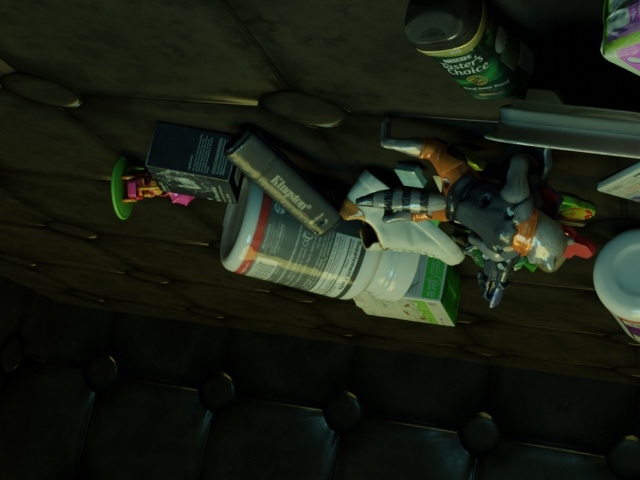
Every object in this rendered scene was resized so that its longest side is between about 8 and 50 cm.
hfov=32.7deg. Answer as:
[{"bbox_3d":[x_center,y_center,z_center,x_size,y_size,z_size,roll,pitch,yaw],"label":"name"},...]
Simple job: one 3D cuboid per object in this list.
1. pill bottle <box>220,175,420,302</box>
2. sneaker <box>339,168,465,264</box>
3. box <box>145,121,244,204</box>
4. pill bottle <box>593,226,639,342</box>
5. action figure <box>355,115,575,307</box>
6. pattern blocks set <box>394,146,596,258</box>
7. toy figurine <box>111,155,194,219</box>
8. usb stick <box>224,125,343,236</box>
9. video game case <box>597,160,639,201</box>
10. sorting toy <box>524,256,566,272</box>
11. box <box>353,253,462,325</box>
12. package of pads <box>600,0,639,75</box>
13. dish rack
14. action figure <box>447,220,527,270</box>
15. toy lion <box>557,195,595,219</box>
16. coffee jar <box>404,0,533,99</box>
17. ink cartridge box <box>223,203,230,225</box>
[{"bbox_3d":[0.000,0.000,2.178,0.363,0.210,0.210,15,165,-16],"label":"pill bottle"},{"bbox_3d":[0.148,-0.015,2.077,0.290,0.123,0.106,35,-174,-29],"label":"sneaker"},{"bbox_3d":[-0.228,-0.142,2.039,0.158,0.093,0.156,11,166,5],"label":"box"},{"bbox_3d":[0.650,0.102,2.130,0.182,0.181,0.323,4,165,27],"label":"pill bottle"},{"bbox_3d":[0.237,-0.020,1.743,0.330,0.178,0.341,20,126,26],"label":"action figure"},{"bbox_3d":[0.289,-0.058,1.889,0.325,0.026,0.285,3,143,50],"label":"pattern blocks set"},{"bbox_3d":[-0.325,-0.111,2.241,0.159,0.130,0.173,-1,-174,8],"label":"toy figurine"},{"bbox_3d":[-0.064,-0.104,1.978,0.278,0.077,0.045,42,-171,-34],"label":"usb stick"},{"bbox_3d":[0.555,-0.090,1.787,0.143,0.019,0.157,14,165,-12],"label":"video game case"},{"bbox_3d":[0.378,-0.026,2.031,0.196,0.047,0.347,38,171,10],"label":"sorting toy"},{"bbox_3d":[0.204,0.111,2.622,0.231,0.126,0.262,7,166,17],"label":"box"},{"bbox_3d":[0.468,-0.232,1.136,0.229,0.101,0.296,18,164,-31],"label":"package of pads"},{"bbox_3d":[0.365,-0.151,1.400,0.286,0.072,0.333,9,-170,12],"label":"dish rack"},{"bbox_3d":[0.327,0.022,2.139,0.137,0.063,0.232,46,166,-23],"label":"action figure"},{"bbox_3d":[0.447,-0.059,1.976,0.096,0.034,0.100,-1,163,17],"label":"toy lion"},{"bbox_3d":[0.184,-0.244,1.349,0.096,0.079,0.184,0,162,38],"label":"coffee jar"},{"bbox_3d":[-0.153,-0.057,2.371,0.115,0.062,0.029,2,162,32],"label":"ink cartridge box"}]
